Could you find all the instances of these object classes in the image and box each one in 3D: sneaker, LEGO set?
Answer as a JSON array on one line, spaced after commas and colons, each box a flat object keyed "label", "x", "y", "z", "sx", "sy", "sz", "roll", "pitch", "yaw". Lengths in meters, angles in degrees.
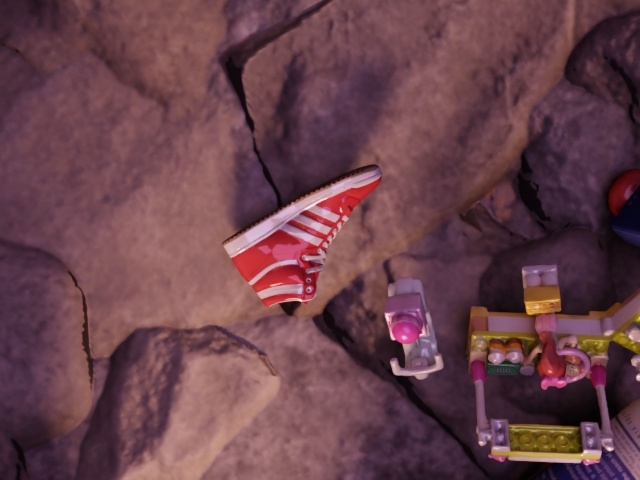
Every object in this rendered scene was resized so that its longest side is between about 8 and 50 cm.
[{"label": "sneaker", "x": 0.000, "y": 0.000, "z": 0.789, "sx": 0.118, "sy": 0.042, "sz": 0.067, "roll": -30, "pitch": 93, "yaw": 0}, {"label": "LEGO set", "x": 0.187, "y": 0.066, "z": 0.741, "sx": 0.287, "sy": 0.107, "sz": 0.132, "roll": -15, "pitch": 129, "yaw": 18}]

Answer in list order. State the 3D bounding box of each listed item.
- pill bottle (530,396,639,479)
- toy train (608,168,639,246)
[{"label": "pill bottle", "x": 0.183, "y": 0.204, "z": 0.787, "sx": 0.187, "sy": 0.112, "sz": 0.112, "roll": -40, "pitch": 98, "yaw": 8}, {"label": "toy train", "x": 0.332, "y": -0.063, "z": 0.818, "sx": 0.143, "sy": 0.105, "sz": 0.248, "roll": 41, "pitch": 85, "yaw": -19}]
